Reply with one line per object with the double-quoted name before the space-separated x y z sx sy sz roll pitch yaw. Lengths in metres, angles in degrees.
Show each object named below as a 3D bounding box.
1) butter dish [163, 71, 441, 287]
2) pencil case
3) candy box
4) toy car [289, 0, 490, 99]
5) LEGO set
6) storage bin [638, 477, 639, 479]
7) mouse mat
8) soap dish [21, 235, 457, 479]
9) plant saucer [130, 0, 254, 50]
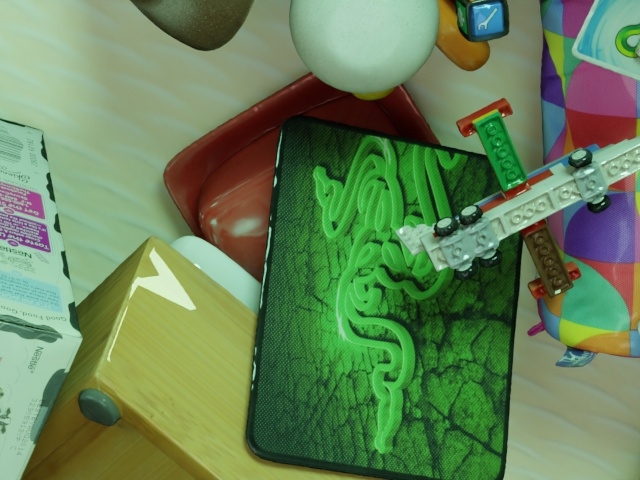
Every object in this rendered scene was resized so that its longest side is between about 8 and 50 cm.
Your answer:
"butter dish" 0.000 0.000 1.010 0.160 0.118 0.160 -29 105 18
"pencil case" 0.164 -0.048 0.976 0.104 0.104 0.236 2 111 9
"candy box" -0.204 0.046 0.996 0.071 0.233 0.159 16 115 -23
"toy car" 0.046 -0.167 0.916 0.136 0.159 0.182 -10 109 7
"LEGO set" 0.156 -0.047 0.909 0.244 0.060 0.182 17 109 -20
"storage bin" 0.269 0.224 0.965 0.123 0.262 0.260 12 115 -21
"mouse mat" 0.039 0.034 0.956 0.152 0.007 0.190 11 74 -20
"soap dish" -0.087 0.147 1.030 0.229 0.118 0.291 41 138 -8
"plant saucer" -0.082 -0.195 0.912 0.036 0.198 0.199 -10 115 -26
